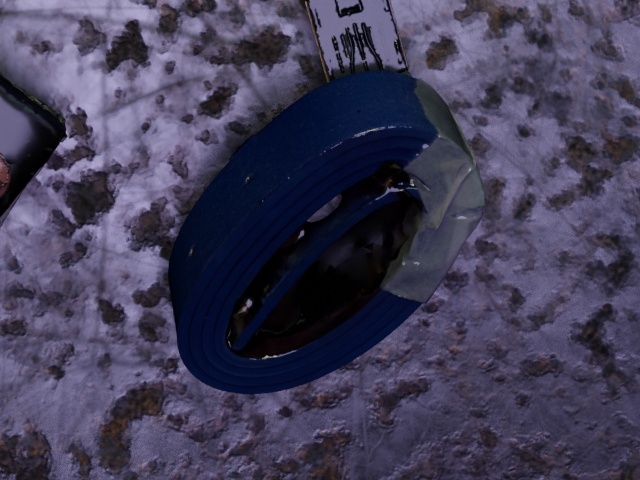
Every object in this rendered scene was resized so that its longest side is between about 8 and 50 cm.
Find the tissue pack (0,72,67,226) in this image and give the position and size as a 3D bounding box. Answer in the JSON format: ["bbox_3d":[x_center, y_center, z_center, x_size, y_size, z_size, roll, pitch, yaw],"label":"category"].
[{"bbox_3d":[-0.433,-0.112,1.504,0.332,0.123,0.245,39,90,-14],"label":"tissue pack"}]

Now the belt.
[{"bbox_3d":[0.000,0.000,1.541,0.212,0.117,0.347,34,112,-28],"label":"belt"}]

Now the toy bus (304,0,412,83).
[{"bbox_3d":[0.033,-0.202,1.563,0.083,0.088,0.194,-16,102,-2],"label":"toy bus"}]
